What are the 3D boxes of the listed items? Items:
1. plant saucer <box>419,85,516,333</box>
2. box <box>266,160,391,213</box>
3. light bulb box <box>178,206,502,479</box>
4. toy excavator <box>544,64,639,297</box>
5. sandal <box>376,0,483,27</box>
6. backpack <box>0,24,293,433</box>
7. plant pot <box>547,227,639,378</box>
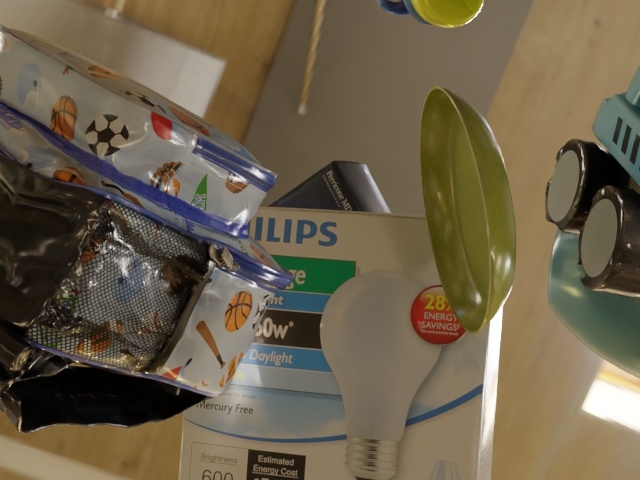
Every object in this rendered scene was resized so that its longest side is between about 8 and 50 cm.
[{"bbox_3d":[0.143,-0.032,1.061,0.037,0.241,0.241,-9,-163,-7],"label":"plant saucer"},{"bbox_3d":[0.000,0.000,1.599,0.108,0.207,0.153,-1,-121,-62],"label":"box"},{"bbox_3d":[0.036,0.143,1.339,0.358,0.361,0.225,3,180,12],"label":"light bulb box"},{"bbox_3d":[0.418,-0.131,1.025,0.222,0.445,0.433,11,-157,-9],"label":"toy excavator"},{"bbox_3d":[0.111,-0.398,1.309,0.126,0.317,0.138,7,171,-29],"label":"sandal"},{"bbox_3d":[-0.153,-0.006,0.750,0.276,0.213,0.263,36,178,38],"label":"backpack"},{"bbox_3d":[0.417,0.044,1.476,0.195,0.290,0.290,9,-174,22],"label":"plant pot"}]
